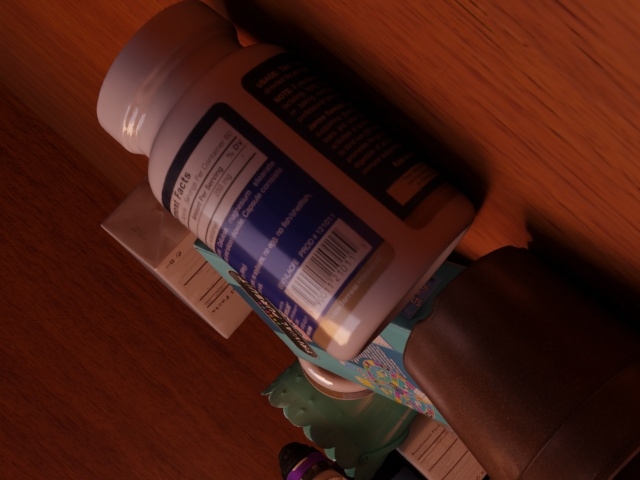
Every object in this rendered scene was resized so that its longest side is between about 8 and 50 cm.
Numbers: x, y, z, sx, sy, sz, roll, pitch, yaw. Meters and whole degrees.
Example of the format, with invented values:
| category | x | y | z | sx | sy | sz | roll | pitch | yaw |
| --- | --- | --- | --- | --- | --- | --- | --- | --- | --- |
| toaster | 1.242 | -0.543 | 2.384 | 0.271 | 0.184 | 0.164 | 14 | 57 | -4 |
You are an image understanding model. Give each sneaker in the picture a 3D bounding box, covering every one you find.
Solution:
| category | x | y | z | sx | sy | sz | roll | pitch | yaw |
| --- | --- | --- | --- | --- | --- | --- | --- | --- | --- |
| sneaker | 0.000 | 0.441 | 1.656 | 0.146 | 0.102 | 0.293 | 40 | 165 | 33 |

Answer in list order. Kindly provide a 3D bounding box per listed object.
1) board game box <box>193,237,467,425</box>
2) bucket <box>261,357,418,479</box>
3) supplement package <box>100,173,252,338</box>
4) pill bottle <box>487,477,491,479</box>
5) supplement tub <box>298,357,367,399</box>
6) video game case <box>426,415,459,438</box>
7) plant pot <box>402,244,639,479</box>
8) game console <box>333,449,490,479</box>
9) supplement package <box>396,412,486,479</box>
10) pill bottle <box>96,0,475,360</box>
| category | x | y | z | sx | sy | sz | roll | pitch | yaw |
| --- | --- | --- | --- | --- | --- | --- | --- | --- | --- |
| board game box | 0.062 | 0.086 | 0.944 | 0.336 | 0.079 | 0.254 | 19 | 157 | 39 |
| bucket | 0.043 | 0.319 | 1.752 | 0.281 | 0.183 | 0.281 | 42 | 171 | 8 |
| supplement package | -0.230 | 0.018 | 1.694 | 0.177 | 0.175 | 0.293 | 34 | 167 | 34 |
| pill bottle | 0.355 | 0.485 | 1.569 | 0.123 | 0.123 | 0.219 | 32 | 166 | 46 |
| supplement tub | 0.039 | 0.152 | 1.302 | 0.144 | 0.144 | 0.200 | 41 | 170 | 10 |
| video game case | 0.169 | 0.270 | 1.654 | 0.227 | 0.026 | 0.206 | 47 | 170 | -26 |
| plant pot | 0.155 | 0.101 | 0.620 | 0.165 | 0.167 | 0.167 | 45 | 173 | 31 |
| game console | 0.242 | 0.539 | 1.929 | 0.386 | 0.060 | 0.342 | 39 | -157 | 18 |
| supplement package | 0.237 | 0.431 | 1.850 | 0.179 | 0.105 | 0.105 | 46 | 172 | -18 |
| pill bottle | -0.030 | -0.050 | 0.676 | 0.264 | 0.153 | 0.153 | 41 | 170 | 9 |
